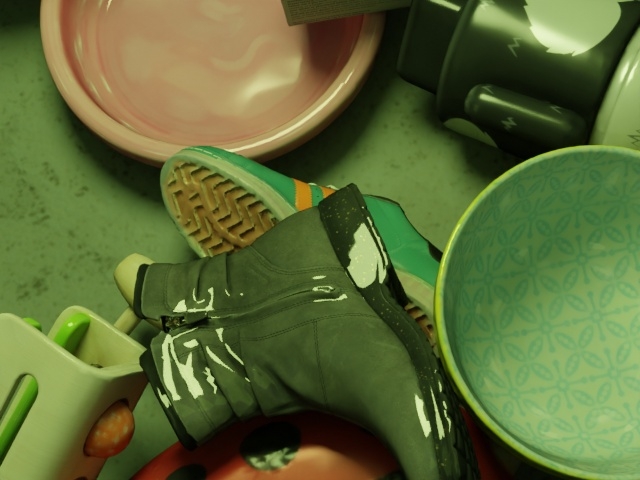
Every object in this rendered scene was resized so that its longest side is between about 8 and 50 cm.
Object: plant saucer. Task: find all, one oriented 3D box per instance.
[{"bbox_3d":[-0.099,-0.212,1.807,0.332,0.084,0.332,-2,69,5],"label":"plant saucer"}]

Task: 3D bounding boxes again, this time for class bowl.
[{"bbox_3d":[0.225,0.077,1.608,0.289,0.156,0.289,2,74,-8],"label":"bowl"}]

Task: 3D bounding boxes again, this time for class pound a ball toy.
[{"bbox_3d":[-0.223,0.179,1.626,0.136,0.208,0.319,34,103,18],"label":"pound a ball toy"}]

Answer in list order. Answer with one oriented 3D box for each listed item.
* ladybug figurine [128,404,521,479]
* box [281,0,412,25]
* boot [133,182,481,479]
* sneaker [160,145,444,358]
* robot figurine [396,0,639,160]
[{"bbox_3d":[-0.031,0.272,1.579,0.449,0.162,0.305,-32,69,-5],"label":"ladybug figurine"},{"bbox_3d":[0.019,-0.259,1.690,0.126,0.137,0.072,-9,72,3],"label":"box"},{"bbox_3d":[-0.015,0.123,1.512,0.223,0.118,0.338,-24,47,0],"label":"boot"},{"bbox_3d":[0.000,0.000,1.699,0.302,0.108,0.121,33,37,8],"label":"sneaker"},{"bbox_3d":[0.213,-0.155,1.697,0.278,0.173,0.209,23,74,15],"label":"robot figurine"}]
